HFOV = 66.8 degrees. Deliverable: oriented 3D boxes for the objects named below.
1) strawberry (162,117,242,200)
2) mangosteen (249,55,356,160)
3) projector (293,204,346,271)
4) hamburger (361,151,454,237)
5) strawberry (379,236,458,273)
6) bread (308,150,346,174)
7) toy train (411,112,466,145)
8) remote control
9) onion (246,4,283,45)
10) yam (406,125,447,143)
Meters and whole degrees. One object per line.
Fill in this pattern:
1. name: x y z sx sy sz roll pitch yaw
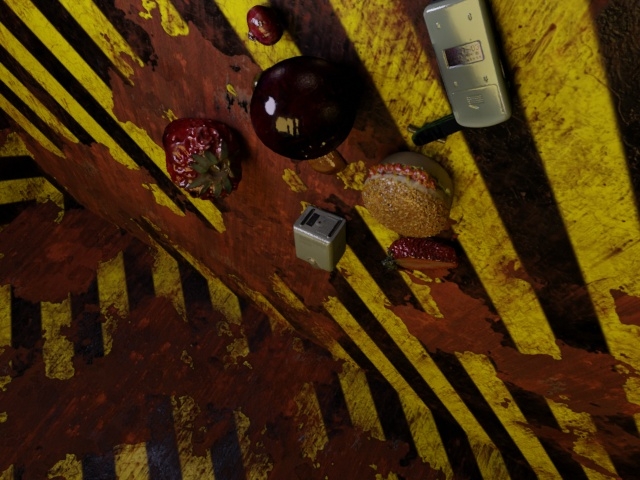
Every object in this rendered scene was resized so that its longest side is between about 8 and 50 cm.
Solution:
1. strawberry: -0.455 -0.336 1.824 0.317 0.295 0.345 39 -170 -48
2. mangosteen: -0.045 -0.365 1.307 0.297 0.293 0.297 2 165 1
3. projector: 0.000 0.000 1.953 0.177 0.163 0.242 23 149 20
4. hamburger: 0.258 -0.126 1.459 0.276 0.179 0.294 14 147 30
5. strawberry: 0.350 0.046 1.736 0.286 0.106 0.188 -3 160 30
6. bread: 0.013 -0.268 1.635 0.129 0.044 0.126 -2 135 52
7. toy train: 0.326 -0.297 1.253 0.209 0.042 0.044 -14 116 51
8. remote control: 0.332 -0.386 1.064 0.140 0.056 0.296 3 133 43
9. onion: -0.152 -0.561 1.278 0.107 0.097 0.107 43 170 9
10. yam: 0.290 -0.291 1.331 0.116 0.021 0.021 24 151 18
